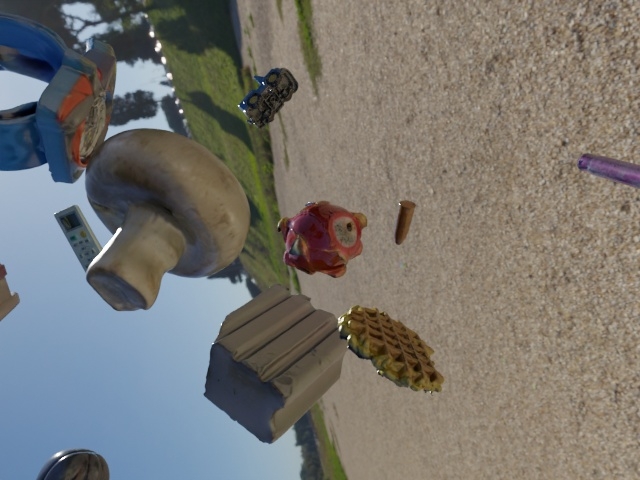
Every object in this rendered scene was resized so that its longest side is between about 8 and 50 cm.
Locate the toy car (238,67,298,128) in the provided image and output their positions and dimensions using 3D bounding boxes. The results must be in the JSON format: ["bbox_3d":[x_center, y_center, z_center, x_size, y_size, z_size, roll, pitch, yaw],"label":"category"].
[{"bbox_3d":[-0.164,-0.432,1.375,0.100,0.191,0.097,44,-178,31],"label":"toy car"}]

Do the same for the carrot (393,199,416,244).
[{"bbox_3d":[0.230,-0.046,1.289,0.048,0.048,0.139,-113,23,-48],"label":"carrot"}]

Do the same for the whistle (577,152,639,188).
[{"bbox_3d":[0.437,-0.091,0.643,0.176,0.033,0.033,-131,26,-59],"label":"whistle"}]

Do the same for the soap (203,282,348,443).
[{"bbox_3d":[-0.131,0.356,1.429,0.435,0.350,0.213,-28,-40,-57],"label":"soap"}]

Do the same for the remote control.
[{"bbox_3d":[-0.776,0.024,1.546,0.293,0.103,0.051,67,-159,-16],"label":"remote control"}]

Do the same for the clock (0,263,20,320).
[{"bbox_3d":[-0.464,-0.037,0.406,0.166,0.235,0.310,-103,7,-71],"label":"clock"}]

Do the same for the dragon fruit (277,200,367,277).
[{"bbox_3d":[0.004,-0.003,1.278,0.227,0.224,0.224,-4,103,51],"label":"dragon fruit"}]

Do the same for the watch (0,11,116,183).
[{"bbox_3d":[-0.504,-0.276,0.785,0.241,0.274,0.305,127,152,-54],"label":"watch"}]

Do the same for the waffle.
[{"bbox_3d":[0.175,0.252,1.098,0.281,0.058,0.300,35,-165,13],"label":"waffle"}]

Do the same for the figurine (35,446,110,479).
[{"bbox_3d":[-0.636,0.656,1.139,0.265,0.197,0.175,-61,-19,-22],"label":"figurine"}]

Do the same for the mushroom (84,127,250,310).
[{"bbox_3d":[-0.225,-0.019,0.625,0.243,0.243,0.244,165,90,-83],"label":"mushroom"}]
